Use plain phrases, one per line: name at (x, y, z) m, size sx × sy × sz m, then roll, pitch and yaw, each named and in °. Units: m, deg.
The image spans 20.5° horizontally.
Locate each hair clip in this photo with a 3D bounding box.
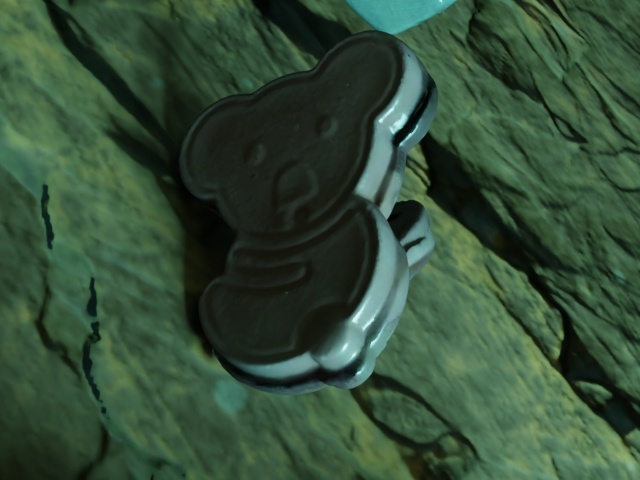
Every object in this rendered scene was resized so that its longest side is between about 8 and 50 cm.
hair clip at (-0.006, -0.009, 0.751) m, size 0.102 × 0.123 × 0.138 m, roll 60°, pitch 31°, yaw -20°

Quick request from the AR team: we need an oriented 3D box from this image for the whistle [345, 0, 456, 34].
whistle at (-0.025, -0.217, 0.821) m, size 0.274 × 0.186 × 0.093 m, roll 56°, pitch 43°, yaw -10°
